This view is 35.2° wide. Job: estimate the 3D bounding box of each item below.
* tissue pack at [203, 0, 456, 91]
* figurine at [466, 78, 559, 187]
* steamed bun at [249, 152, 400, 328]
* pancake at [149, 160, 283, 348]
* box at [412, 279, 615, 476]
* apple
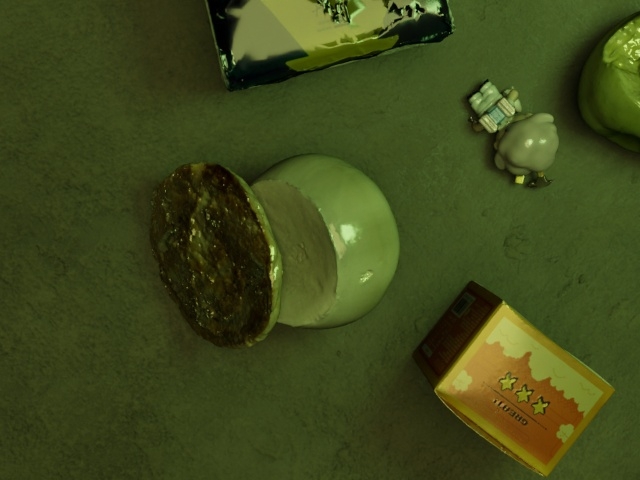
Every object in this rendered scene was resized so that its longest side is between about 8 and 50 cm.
[{"bbox_3d":[0.003,-0.432,1.788,0.417,0.253,0.264,-14,95,-3],"label":"tissue pack"},{"bbox_3d":[0.370,-0.203,1.900,0.137,0.112,0.229,-41,86,6],"label":"figurine"},{"bbox_3d":[0.000,0.000,1.806,0.206,0.324,0.324,-17,97,-45],"label":"steamed bun"},{"bbox_3d":[-0.194,0.028,1.818,0.356,0.065,0.356,14,112,38],"label":"pancake"},{"bbox_3d":[0.336,0.244,1.843,0.259,0.283,0.214,40,93,-5],"label":"box"},{"bbox_3d":[0.613,-0.277,1.832,0.279,0.279,0.279,0,95,-3],"label":"apple"}]
